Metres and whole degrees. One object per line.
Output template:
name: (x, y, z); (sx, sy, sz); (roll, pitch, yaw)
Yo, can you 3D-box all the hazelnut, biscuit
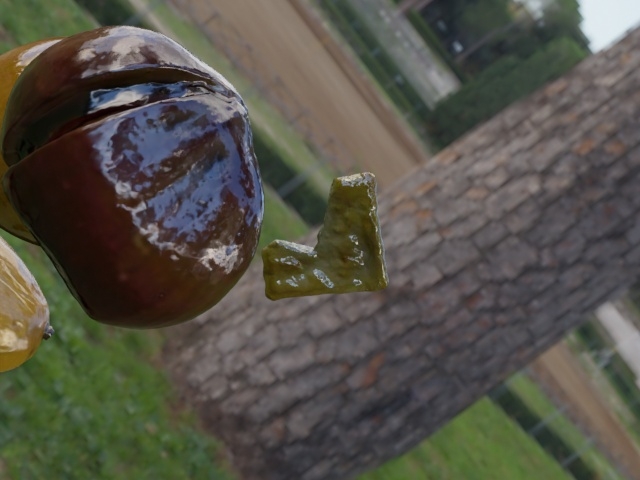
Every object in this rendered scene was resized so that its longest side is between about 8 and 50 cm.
hazelnut: (-0.120, -0.042, 0.954); (0.178, 0.178, 0.204); (37, 30, -63)
biscuit: (0.000, 0.000, 1.971); (0.039, 0.183, 0.174); (-83, 162, -71)

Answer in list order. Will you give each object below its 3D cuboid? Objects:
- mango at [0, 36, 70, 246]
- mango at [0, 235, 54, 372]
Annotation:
mango: (-0.214, -0.072, 1.315); (0.173, 0.211, 0.317); (61, -1, 22)
mango: (-0.482, 0.032, 1.666); (0.359, 0.187, 0.144); (35, -24, -9)
